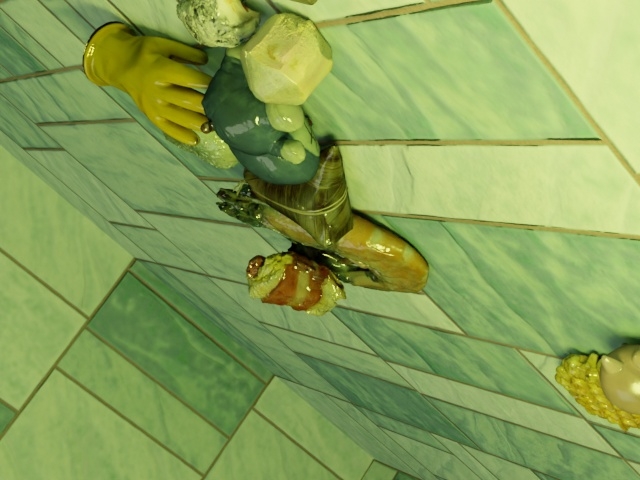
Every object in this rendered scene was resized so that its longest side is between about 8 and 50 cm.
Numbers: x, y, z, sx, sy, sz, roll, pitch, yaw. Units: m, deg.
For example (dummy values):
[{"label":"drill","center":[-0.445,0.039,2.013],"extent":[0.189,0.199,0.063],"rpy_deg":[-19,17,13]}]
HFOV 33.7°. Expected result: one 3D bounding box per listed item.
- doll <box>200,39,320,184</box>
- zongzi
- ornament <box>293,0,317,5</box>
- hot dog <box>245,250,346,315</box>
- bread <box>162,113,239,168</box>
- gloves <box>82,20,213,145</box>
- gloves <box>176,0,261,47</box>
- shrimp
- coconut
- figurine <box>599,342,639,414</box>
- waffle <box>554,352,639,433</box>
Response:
[{"label":"doll","center":[-0.084,-0.182,1.668],"extent":[0.228,0.154,0.258],"rpy_deg":[54,-172,26]},{"label":"zongzi","center":[-0.050,-0.134,1.863],"extent":[0.247,0.111,0.241],"rpy_deg":[33,147,28]},{"label":"ornament","center":[-0.127,-0.401,1.294],"extent":[0.244,0.061,0.230],"rpy_deg":[20,157,32]},{"label":"hot dog","center":[-0.047,0.077,2.077],"extent":[0.213,0.103,0.146],"rpy_deg":[20,147,-31]},{"label":"bread","center":[-0.256,-0.220,2.052],"extent":[0.232,0.064,0.172],"rpy_deg":[46,159,-29]},{"label":"gloves","center":[-0.270,-0.265,1.801],"extent":[0.294,0.116,0.133],"rpy_deg":[32,137,31]},{"label":"gloves","center":[-0.162,-0.330,1.544],"extent":[0.114,0.070,0.153],"rpy_deg":[44,163,-30]},{"label":"shrimp","center":[0.000,0.000,2.064],"extent":[0.445,0.085,0.272],"rpy_deg":[21,158,6]},{"label":"coconut","center":[-0.053,-0.245,1.476],"extent":[0.116,0.122,0.116],"rpy_deg":[32,164,10]},{"label":"figurine","center":[0.512,0.219,1.702],"extent":[0.125,0.125,0.138],"rpy_deg":[27,178,24]},{"label":"waffle","center":[0.545,0.288,1.923],"extent":[0.249,0.056,0.253],"rpy_deg":[33,162,7]}]
